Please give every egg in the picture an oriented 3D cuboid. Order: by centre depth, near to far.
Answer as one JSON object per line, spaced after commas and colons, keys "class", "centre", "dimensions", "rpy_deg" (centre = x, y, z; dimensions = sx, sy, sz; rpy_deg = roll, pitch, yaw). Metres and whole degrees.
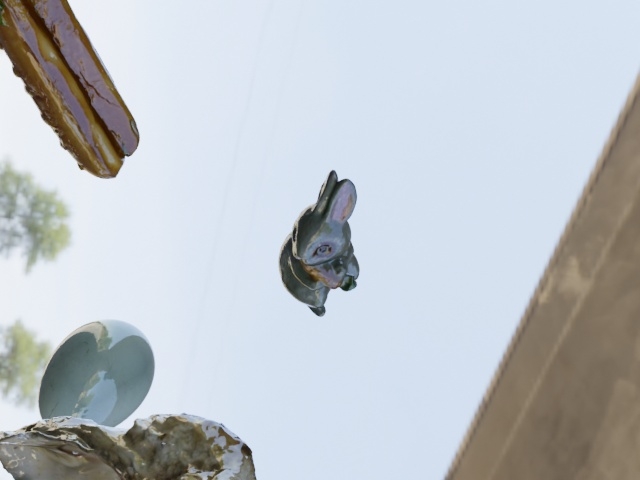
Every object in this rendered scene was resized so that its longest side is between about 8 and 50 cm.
{"class": "egg", "centre": [-0.401, 0.249, 1.899], "dimensions": [0.182, 0.183, 0.264], "rpy_deg": [-64, 175, 37]}

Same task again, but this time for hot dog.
{"class": "hot dog", "centre": [-0.294, -0.194, 1.221], "dimensions": [0.072, 0.268, 0.115], "rpy_deg": [-2, -145, 38]}

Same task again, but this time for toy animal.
{"class": "toy animal", "centre": [-0.003, 0.000, 1.581], "dimensions": [0.251, 0.127, 0.125], "rpy_deg": [92, 9, -52]}

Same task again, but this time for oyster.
{"class": "oyster", "centre": [-0.134, 0.182, 0.770], "dimensions": [0.233, 0.161, 0.107], "rpy_deg": [-8, -149, 39]}
